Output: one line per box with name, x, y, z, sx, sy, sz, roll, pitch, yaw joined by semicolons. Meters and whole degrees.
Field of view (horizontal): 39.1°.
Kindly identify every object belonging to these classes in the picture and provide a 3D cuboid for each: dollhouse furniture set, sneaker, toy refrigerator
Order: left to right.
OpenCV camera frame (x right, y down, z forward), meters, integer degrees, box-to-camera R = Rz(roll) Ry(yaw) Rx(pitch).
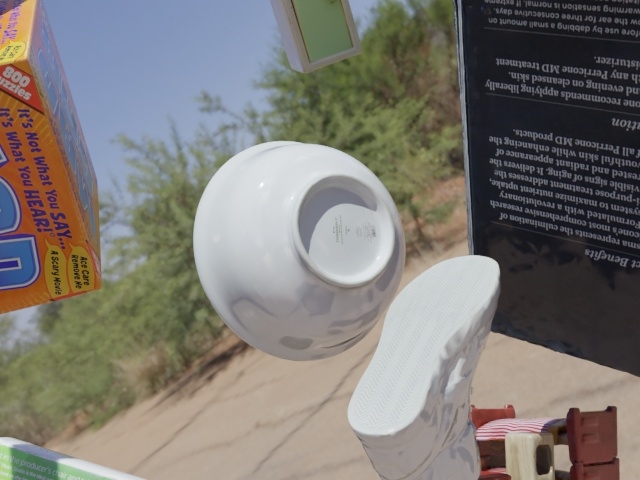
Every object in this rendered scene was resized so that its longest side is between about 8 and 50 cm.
toy refrigerator;-0.028;-0.402;1.373;0.102;0.270;0.094;-21;20;-10
sneaker;0.129;0.157;0.970;0.108;0.169;0.292;3;38;34
dollhouse furniture set;0.236;0.307;1.245;0.374;0.152;0.201;9;-12;-43

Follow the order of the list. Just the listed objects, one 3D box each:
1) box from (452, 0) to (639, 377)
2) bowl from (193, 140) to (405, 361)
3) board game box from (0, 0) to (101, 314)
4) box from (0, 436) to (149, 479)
box;0.415;-0.166;1.120;0.297;0.472;0.480;17;39;35
bowl;0.000;0.000;1.138;0.298;0.298;0.134;-36;7;-29
board game box;-0.545;-0.122;1.322;0.356;0.356;0.356;-14;32;-7
box;-0.325;0.417;1.057;0.058;0.232;0.322;31;-108;-72
